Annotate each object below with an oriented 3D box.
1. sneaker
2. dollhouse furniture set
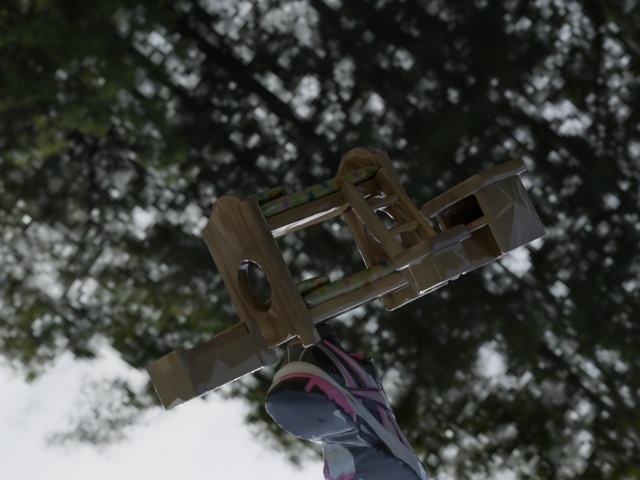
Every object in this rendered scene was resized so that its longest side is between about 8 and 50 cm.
[{"bbox_3d":[0.029,0.120,1.036,0.072,0.178,0.077,-8,-131,24],"label":"sneaker"},{"bbox_3d":[0.000,0.000,0.824,0.182,0.101,0.161,-22,174,-36],"label":"dollhouse furniture set"}]
